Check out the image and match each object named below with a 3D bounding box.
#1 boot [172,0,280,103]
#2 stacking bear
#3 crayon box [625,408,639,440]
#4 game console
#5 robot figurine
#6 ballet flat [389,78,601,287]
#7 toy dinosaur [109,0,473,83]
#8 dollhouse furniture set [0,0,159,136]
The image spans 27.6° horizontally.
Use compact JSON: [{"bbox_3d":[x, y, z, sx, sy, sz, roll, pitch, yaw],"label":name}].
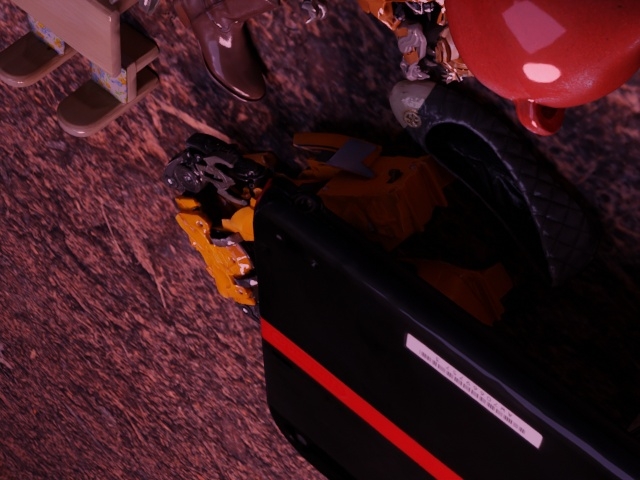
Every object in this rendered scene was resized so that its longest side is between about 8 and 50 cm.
[{"bbox_3d":[-0.050,-0.156,0.934,0.106,0.037,0.114,51,147,-13],"label":"boot"},{"bbox_3d":[0.076,-0.185,0.577,0.164,0.175,0.289,-5,130,35],"label":"stacking bear"},{"bbox_3d":[0.360,0.170,0.715,0.313,0.106,0.363,43,153,5],"label":"crayon box"},{"bbox_3d":[0.107,0.152,0.907,0.387,0.060,0.342,36,152,22],"label":"game console"},{"bbox_3d":[0.000,0.000,1.008,0.291,0.085,0.211,7,132,49],"label":"robot figurine"},{"bbox_3d":[0.109,-0.042,0.842,0.173,0.049,0.057,43,150,8],"label":"ballet flat"},{"bbox_3d":[-0.008,-0.230,0.713,0.218,0.164,0.321,-6,105,39],"label":"toy dinosaur"},{"bbox_3d":[-0.261,-0.206,1.017,0.242,0.161,0.212,37,150,17],"label":"dollhouse furniture set"}]
